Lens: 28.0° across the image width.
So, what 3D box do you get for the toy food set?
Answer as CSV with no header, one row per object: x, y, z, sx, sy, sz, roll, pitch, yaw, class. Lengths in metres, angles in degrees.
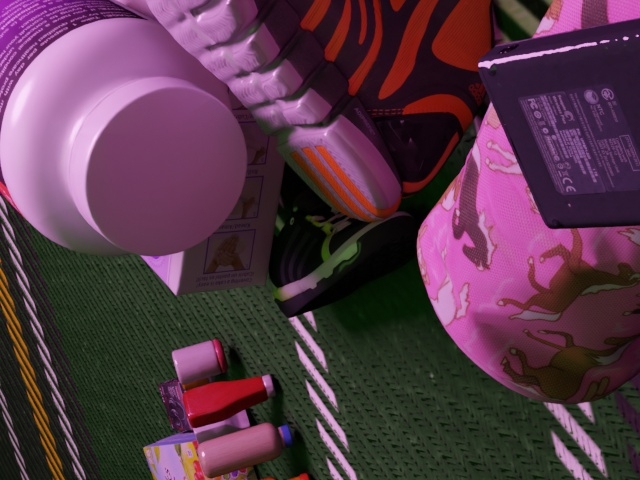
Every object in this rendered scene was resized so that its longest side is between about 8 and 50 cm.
-0.090,0.188,1.403,0.232,0.105,0.111,-113,9,-47,toy food set

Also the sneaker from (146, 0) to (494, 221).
-0.005,-0.182,0.879,0.321,0.180,0.125,52,159,-20,sneaker

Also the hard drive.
0.140,-0.050,0.564,0.135,0.022,0.094,-2,120,50,hard drive

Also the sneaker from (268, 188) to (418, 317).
0.000,0.000,1.107,0.235,0.084,0.097,-34,75,61,sneaker

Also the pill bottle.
-0.188,-0.101,1.007,0.323,0.181,0.181,34,135,52,pill bottle

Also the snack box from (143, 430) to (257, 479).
-0.125,0.331,1.540,0.174,0.070,0.207,-20,88,62,snack box

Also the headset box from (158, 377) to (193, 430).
-0.162,0.199,1.568,0.083,0.032,0.062,-15,93,63,headset box

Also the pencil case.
0.185,-0.058,0.666,0.167,0.160,0.386,65,151,22,pencil case

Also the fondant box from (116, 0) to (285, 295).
-0.121,-0.151,1.153,0.238,0.096,0.330,41,130,48,fondant box
